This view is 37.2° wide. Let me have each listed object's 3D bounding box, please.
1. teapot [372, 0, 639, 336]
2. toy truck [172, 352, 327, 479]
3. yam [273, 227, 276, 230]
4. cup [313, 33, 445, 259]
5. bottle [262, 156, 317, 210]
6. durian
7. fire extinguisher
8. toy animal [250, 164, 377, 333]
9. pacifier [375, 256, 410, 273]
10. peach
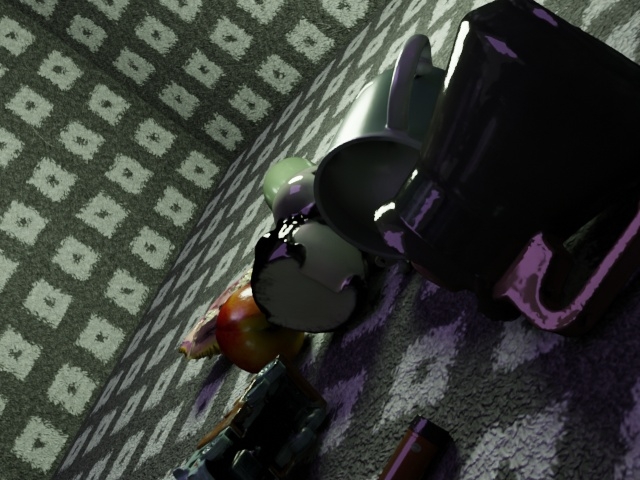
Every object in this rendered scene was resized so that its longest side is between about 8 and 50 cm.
[{"bbox_3d":[0.260,-0.077,1.176,0.362,0.305,0.376,-59,41,19],"label":"teapot"},{"bbox_3d":[-0.133,0.344,1.524,0.184,0.133,0.338,-37,7,36],"label":"toy truck"},{"bbox_3d":[-0.052,-0.002,2.050,0.183,0.107,0.107,-39,21,40],"label":"yam"},{"bbox_3d":[0.150,-0.187,1.612,0.274,0.259,0.357,-65,-18,-46],"label":"cup"},{"bbox_3d":[-0.035,-0.101,2.332,0.168,0.168,0.347,-54,18,3],"label":"bottle"},{"bbox_3d":[-0.218,0.187,2.373,0.341,0.112,0.191,-50,3,-18],"label":"durian"},{"bbox_3d":[0.099,0.307,1.198,0.062,0.050,0.177,26,80,37],"label":"fire extinguisher"},{"bbox_3d":[0.000,0.000,1.816,0.251,0.251,0.310,-40,19,43],"label":"toy animal"},{"bbox_3d":[0.141,0.035,1.693,0.083,0.068,0.064,-30,55,11],"label":"pacifier"},{"bbox_3d":[-0.123,0.175,1.918,0.190,0.190,0.192,-60,14,-20],"label":"peach"}]
